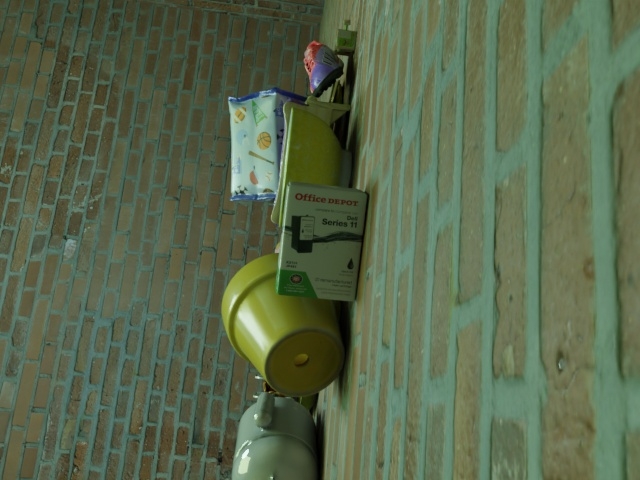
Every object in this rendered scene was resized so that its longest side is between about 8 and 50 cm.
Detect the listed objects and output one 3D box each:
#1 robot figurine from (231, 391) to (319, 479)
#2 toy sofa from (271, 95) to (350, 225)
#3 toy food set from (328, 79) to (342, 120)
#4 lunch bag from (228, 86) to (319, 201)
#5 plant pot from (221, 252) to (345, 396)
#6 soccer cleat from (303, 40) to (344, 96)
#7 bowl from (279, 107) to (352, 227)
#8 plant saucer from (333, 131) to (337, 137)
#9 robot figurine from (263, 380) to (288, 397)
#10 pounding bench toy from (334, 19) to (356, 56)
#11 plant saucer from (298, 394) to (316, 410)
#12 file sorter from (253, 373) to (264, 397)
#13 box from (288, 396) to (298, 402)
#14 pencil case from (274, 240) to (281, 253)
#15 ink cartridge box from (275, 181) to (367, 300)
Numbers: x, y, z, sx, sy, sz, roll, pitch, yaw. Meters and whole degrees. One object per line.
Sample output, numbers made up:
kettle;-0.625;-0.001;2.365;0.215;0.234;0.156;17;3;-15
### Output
robot figurine;-0.106;0.513;1.543;0.353;0.200;0.299;-98;-8;-73
toy sofa;-0.031;-0.206;1.762;0.150;0.177;0.362;-109;25;-81
toy food set;0.051;-0.426;1.980;0.192;0.039;0.132;-59;-18;-84
lunch bag;-0.105;-0.276;2.003;0.386;0.239;0.327;-6;-83;-58
plant pot;-0.064;0.186;1.331;0.239;0.254;0.253;-124;38;-61
soccer cleat;-0.004;-0.480;1.777;0.109;0.116;0.318;-40;15;20
bowl;-0.009;-0.166;1.547;0.289;0.156;0.289;-173;90;-86
plant saucer;0.025;-0.348;1.977;0.083;0.015;0.083;60;-175;-9
robot figurine;-0.113;0.484;1.975;0.291;0.085;0.210;73;-172;-72
pounding bench toy;0.069;-0.555;1.762;0.065;0.052;0.083;168;109;-86
plant saucer;-0.028;0.357;1.778;0.188;0.045;0.188;-91;9;-56
file sorter;-0.161;0.624;2.300;0.193;0.173;0.277;119;156;-80
box;-0.064;0.467;1.875;0.162;0.029;0.116;-87;-17;-68
pencil case;-0.088;0.094;1.996;0.167;0.160;0.386;-61;3;12
ink cartridge box;0.000;0.000;1.217;0.087;0.153;0.208;-119;34;-81
